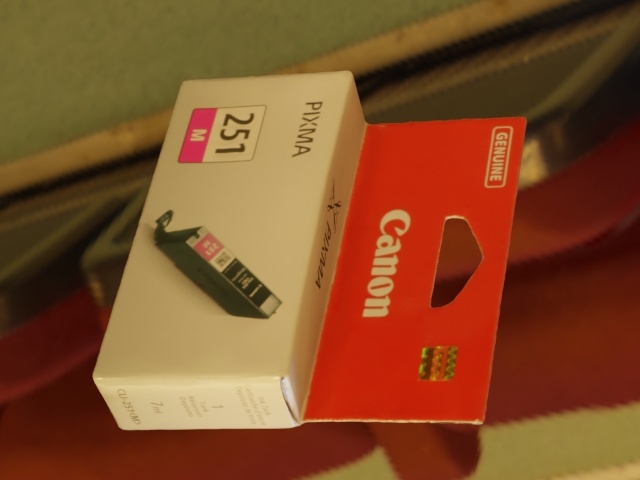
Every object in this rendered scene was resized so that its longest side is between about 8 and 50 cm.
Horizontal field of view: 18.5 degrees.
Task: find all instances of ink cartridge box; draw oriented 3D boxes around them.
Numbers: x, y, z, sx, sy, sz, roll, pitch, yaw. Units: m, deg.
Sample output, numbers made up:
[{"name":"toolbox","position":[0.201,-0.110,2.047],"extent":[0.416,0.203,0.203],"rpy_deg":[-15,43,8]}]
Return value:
[{"name":"ink cartridge box","position":[0.000,0.000,1.287],"extent":[0.239,0.275,0.060],"rpy_deg":[-3,137,17]}]
